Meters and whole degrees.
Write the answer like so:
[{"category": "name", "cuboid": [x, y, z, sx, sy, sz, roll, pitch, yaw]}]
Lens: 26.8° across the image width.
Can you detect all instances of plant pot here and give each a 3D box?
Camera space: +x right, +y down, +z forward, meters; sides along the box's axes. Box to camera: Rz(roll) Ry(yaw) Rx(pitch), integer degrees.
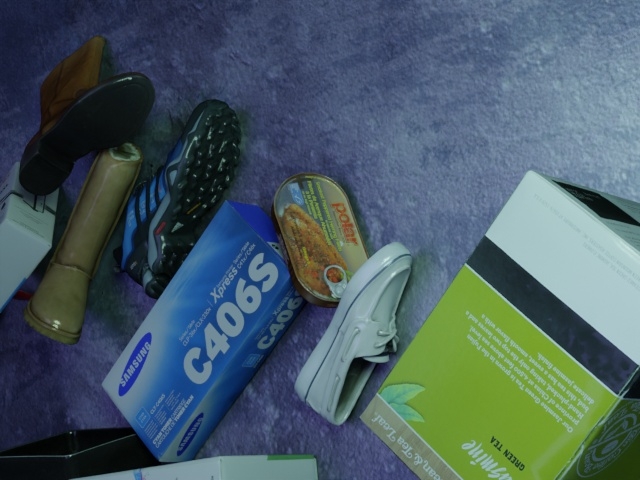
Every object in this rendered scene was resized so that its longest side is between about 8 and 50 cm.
[{"category": "plant pot", "cuboid": [-0.349, 0.371, 1.943, 0.187, 0.188, 0.167, -7, 93, 35]}]

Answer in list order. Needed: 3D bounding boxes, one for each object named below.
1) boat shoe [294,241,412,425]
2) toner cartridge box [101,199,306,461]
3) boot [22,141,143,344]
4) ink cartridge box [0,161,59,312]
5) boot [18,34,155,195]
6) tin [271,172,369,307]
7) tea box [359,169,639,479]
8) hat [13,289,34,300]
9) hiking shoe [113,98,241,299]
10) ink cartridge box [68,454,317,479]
[{"category": "boat shoe", "cuboid": [0.061, 0.124, 1.730, 0.084, 0.095, 0.258, 41, 118, 29]}, {"category": "toner cartridge box", "cuboid": [-0.158, 0.130, 1.889, 0.165, 0.075, 0.348, 46, 111, 32]}, {"category": "boot", "cuboid": [-0.347, -0.005, 1.985, 0.269, 0.089, 0.236, -63, 19, 13]}, {"category": "ink cartridge box", "cuboid": [-0.482, -0.008, 2.078, 0.148, 0.086, 0.203, -50, 24, 18]}, {"category": "boot", "cuboid": [-0.340, -0.222, 2.028, 0.264, 0.096, 0.280, -43, 27, 27]}, {"category": "tin", "cuboid": [0.000, 0.000, 1.778, 0.040, 0.106, 0.189, 111, 144, -64]}, {"category": "tea box", "cuboid": [0.277, 0.133, 1.412, 0.220, 0.329, 0.323, 44, 110, 32]}, {"category": "hat", "cuboid": [-0.548, 0.117, 2.211, 0.208, 0.183, 0.173, -156, 88, -78]}, {"category": "hiking shoe", "cuboid": [-0.221, -0.071, 1.939, 0.132, 0.113, 0.304, 29, 101, 35]}, {"category": "ink cartridge box", "cuboid": [-0.169, 0.357, 1.787, 0.278, 0.201, 0.117, -14, 75, 34]}]
